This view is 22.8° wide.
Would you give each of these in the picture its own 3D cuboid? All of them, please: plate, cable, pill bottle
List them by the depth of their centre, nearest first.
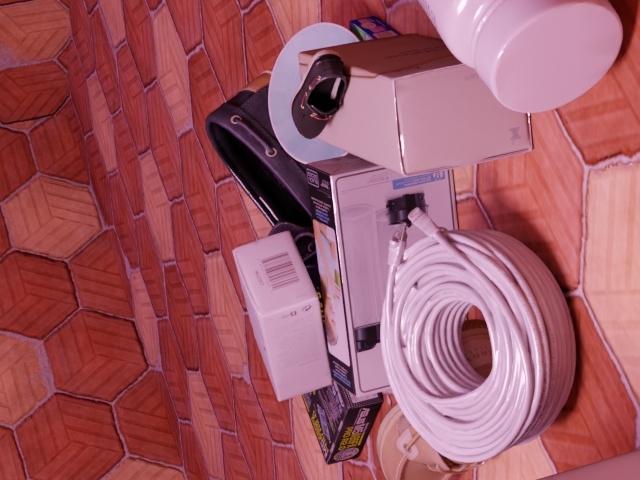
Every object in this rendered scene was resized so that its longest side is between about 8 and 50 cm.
[{"bbox_3d":[0.168,-0.265,1.535,0.160,0.160,0.283,98,154,-48],"label":"pill bottle"},{"bbox_3d":[0.171,0.115,1.783,0.257,0.089,0.257,34,120,42],"label":"cable"},{"bbox_3d":[0.005,-0.191,2.078,0.188,0.024,0.188,-1,89,43],"label":"plate"}]

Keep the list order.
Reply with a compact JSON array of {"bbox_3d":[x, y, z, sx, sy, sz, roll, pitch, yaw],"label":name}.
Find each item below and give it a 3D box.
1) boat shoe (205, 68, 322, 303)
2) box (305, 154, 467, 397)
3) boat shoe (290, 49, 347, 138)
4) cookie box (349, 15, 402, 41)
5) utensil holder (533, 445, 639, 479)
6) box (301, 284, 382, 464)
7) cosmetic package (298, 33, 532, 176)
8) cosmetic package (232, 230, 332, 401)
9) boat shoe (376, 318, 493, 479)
[{"bbox_3d":[0.000,0.000,2.174,0.500,0.156,0.187,61,157,10],"label":"boat shoe"},{"bbox_3d":[0.088,0.034,1.985,0.087,0.169,0.290,-150,52,-64],"label":"box"},{"bbox_3d":[-0.003,-0.157,1.802,0.133,0.049,0.042,112,152,-52],"label":"boat shoe"},{"bbox_3d":[0.073,-0.225,2.058,0.092,0.040,0.107,-133,34,-57],"label":"cookie box"},{"bbox_3d":[0.212,0.381,1.468,0.327,0.385,0.328,168,90,-73],"label":"utensil holder"},{"bbox_3d":[0.009,0.188,2.511,0.216,0.060,0.270,105,148,-57],"label":"box"},{"bbox_3d":[0.101,-0.162,1.822,0.309,0.160,0.113,-153,53,-67],"label":"cosmetic package"},{"bbox_3d":[-0.048,0.102,2.077,0.231,0.085,0.117,83,167,-55],"label":"cosmetic package"},{"bbox_3d":[0.154,0.241,1.989,0.341,0.121,0.110,102,150,-50],"label":"boat shoe"}]
